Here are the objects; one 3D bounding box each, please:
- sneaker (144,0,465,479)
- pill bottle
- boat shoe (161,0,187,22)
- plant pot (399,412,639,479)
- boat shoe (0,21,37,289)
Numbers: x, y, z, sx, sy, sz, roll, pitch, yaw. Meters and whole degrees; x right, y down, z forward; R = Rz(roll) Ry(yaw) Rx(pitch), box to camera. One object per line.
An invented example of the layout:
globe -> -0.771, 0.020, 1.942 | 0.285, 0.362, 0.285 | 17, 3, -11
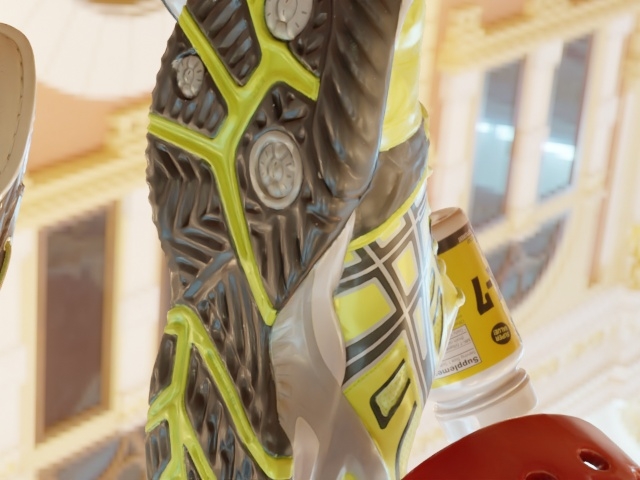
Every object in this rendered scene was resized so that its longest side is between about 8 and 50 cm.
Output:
sneaker -> 0.000, 0.000, 0.936 | 0.147, 0.385, 0.145 | -12, -148, -41
pill bottle -> 0.126, 0.083, 1.720 | 0.119, 0.209, 0.119 | -24, -172, 4
boat shoe -> -0.115, -0.255, 1.095 | 0.121, 0.119, 0.335 | -3, -115, -43
plant pot -> 0.118, 0.204, 0.845 | 0.191, 0.191, 0.174 | -10, -145, -30
boat shoe -> -0.279, 0.000, 1.292 | 0.116, 0.324, 0.097 | 13, 167, 11
